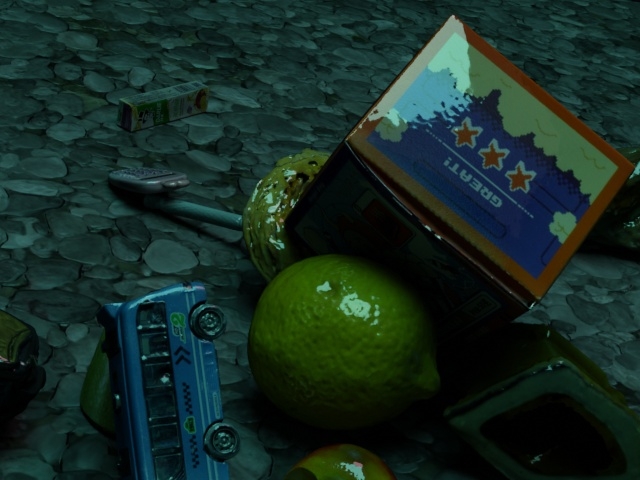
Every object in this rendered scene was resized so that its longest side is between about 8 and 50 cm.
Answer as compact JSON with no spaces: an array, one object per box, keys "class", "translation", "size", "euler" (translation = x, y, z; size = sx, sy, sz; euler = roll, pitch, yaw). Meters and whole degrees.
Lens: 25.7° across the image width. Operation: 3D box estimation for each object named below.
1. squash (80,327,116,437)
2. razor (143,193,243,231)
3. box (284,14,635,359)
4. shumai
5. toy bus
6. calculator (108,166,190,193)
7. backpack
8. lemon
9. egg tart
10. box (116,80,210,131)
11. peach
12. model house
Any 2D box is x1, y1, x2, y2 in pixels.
[{"class":"squash","translation":[-0.214,0.163,1.760],"size":[0.170,0.123,0.170],"euler":[9,23,-4]},{"class":"razor","translation":[-0.172,-0.041,2.193],"size":[0.232,0.106,0.068],"euler":[15,26,23]},{"class":"box","translation":[0.168,-0.054,1.872],"size":[0.318,0.349,0.257],"euler":[42,68,-1]},{"class":"shumai","translation":[0.514,-0.039,2.473],"size":[0.272,0.203,0.222],"euler":[-14,15,25]},{"class":"toy bus","translation":[-0.176,0.177,1.615],"size":[0.134,0.246,0.113],"euler":[-4,-11,-21]},{"class":"calculator","translation":[-0.274,-0.097,2.251],"size":[0.103,0.024,0.166],"euler":[-12,18,-41]},{"class":"backpack","translation":[-0.426,0.133,1.673],"size":[0.206,0.133,0.258],"euler":[27,12,-8]},{"class":"lemon","translation":[0.035,0.132,1.801],"size":[0.253,0.228,0.228],"euler":[5,25,17]},{"class":"egg tart","translation":[0.000,0.000,2.097],"size":[0.297,0.132,0.297],"euler":[15,61,-29]},{"class":"box","translation":[-0.283,-0.245,2.536],"size":[0.041,0.050,0.207],"euler":[27,31,30]},{"class":"peach","translation":[0.035,0.294,1.622],"size":[0.151,0.151,0.118],"euler":[25,43,19]},{"class":"model house","translation":[0.301,0.221,1.872],"size":[0.268,0.173,0.239],"euler":[42,10,-13]}]
